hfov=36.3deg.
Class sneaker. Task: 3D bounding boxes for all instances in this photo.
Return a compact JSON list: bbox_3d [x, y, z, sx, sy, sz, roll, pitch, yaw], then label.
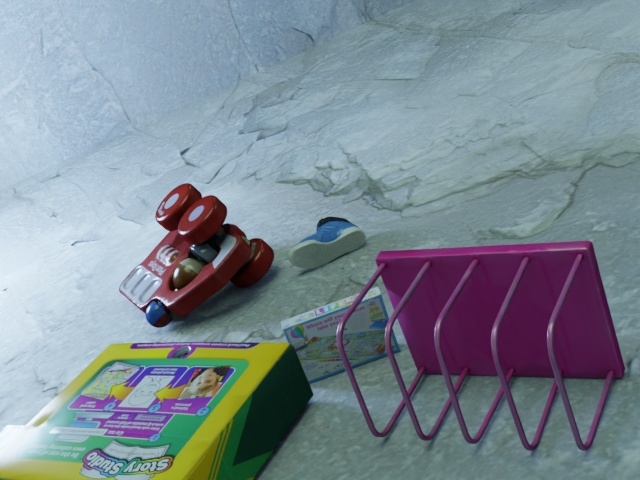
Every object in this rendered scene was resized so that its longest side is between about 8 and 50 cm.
[{"bbox_3d":[0.000,0.001,1.832,0.152,0.058,0.084,-22,29,-15],"label":"sneaker"}]

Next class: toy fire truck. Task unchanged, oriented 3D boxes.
[{"bbox_3d":[-0.250,0.048,1.845,0.254,0.169,0.302,-51,30,-8],"label":"toy fire truck"}]

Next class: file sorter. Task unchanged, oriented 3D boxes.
[{"bbox_3d":[0.196,0.139,1.217,0.291,0.202,0.182,-3,32,33],"label":"file sorter"}]

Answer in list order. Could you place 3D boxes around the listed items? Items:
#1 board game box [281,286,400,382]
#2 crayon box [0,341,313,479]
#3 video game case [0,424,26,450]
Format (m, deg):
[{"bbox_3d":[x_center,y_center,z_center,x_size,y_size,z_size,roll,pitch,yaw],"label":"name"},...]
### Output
[{"bbox_3d":[0.031,0.143,1.452,0.154,0.103,0.026,-19,24,0],"label":"board game box"},{"bbox_3d":[-0.242,0.275,1.381,0.363,0.106,0.313,-4,29,33],"label":"crayon box"},{"bbox_3d":[-0.488,0.329,1.571,0.122,0.011,0.087,-5,28,31],"label":"video game case"}]
